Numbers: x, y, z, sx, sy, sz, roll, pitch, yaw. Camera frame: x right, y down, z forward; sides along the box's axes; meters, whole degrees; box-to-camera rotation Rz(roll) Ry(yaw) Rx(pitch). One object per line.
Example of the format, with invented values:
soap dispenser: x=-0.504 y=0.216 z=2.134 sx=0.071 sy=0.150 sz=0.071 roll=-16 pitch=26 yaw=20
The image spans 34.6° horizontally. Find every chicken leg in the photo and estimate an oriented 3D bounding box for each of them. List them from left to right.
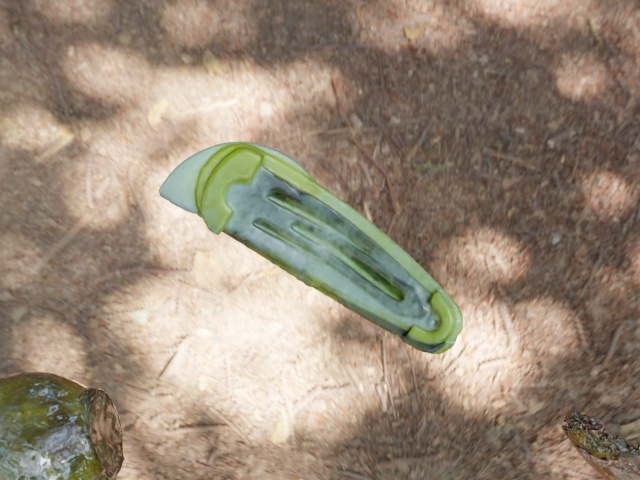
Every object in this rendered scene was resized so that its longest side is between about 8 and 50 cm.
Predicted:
chicken leg: x=0.258 y=0.182 z=0.933 sx=0.083 sy=0.036 sz=0.021 roll=25 pitch=33 yaw=10

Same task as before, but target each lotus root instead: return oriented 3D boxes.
lotus root: x=-0.412 y=0.296 z=1.299 sx=0.346 sy=0.250 sz=0.250 roll=-23 pitch=73 yaw=15

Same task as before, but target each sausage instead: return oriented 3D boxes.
sausage: x=0.340 y=0.261 z=1.168 sx=0.042 sy=0.036 sz=0.158 roll=-25 pitch=62 yaw=-40

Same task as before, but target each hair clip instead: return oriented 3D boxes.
hair clip: x=0.000 y=0.000 z=0.582 sx=0.188 sy=0.033 sz=0.060 roll=34 pitch=106 yaw=7
